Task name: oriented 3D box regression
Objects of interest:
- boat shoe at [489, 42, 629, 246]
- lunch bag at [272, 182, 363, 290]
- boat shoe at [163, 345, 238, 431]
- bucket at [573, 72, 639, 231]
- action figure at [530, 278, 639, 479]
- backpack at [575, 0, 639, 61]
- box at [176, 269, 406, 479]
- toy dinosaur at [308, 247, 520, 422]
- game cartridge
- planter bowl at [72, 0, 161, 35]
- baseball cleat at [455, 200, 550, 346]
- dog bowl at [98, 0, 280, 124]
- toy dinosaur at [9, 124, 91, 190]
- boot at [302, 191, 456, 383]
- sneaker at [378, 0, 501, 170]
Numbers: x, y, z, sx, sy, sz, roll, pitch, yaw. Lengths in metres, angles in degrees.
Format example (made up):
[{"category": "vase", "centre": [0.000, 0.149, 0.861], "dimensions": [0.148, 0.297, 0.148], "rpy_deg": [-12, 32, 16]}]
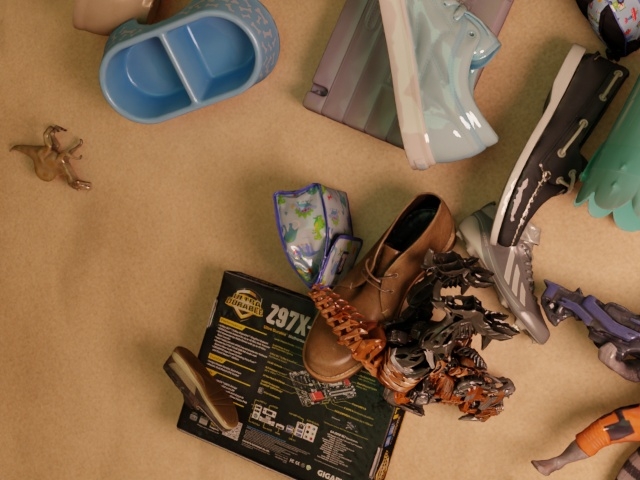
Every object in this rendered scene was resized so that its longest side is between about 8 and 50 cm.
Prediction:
[{"category": "boat shoe", "centre": [0.317, -0.118, 1.247], "dimensions": [0.091, 0.114, 0.302], "rpy_deg": [25, 86, 11]}, {"category": "lunch bag", "centre": [0.000, 0.000, 1.362], "dimensions": [0.096, 0.129, 0.151], "rpy_deg": [-11, 82, 20]}, {"category": "boat shoe", "centre": [-0.177, 0.225, 1.376], "dimensions": [0.049, 0.056, 0.152], "rpy_deg": [-47, 63, 17]}, {"category": "bucket", "centre": [0.467, -0.080, 1.129], "dimensions": [0.281, 0.281, 0.183], "rpy_deg": [22, 93, 20]}, {"category": "action figure", "centre": [0.419, 0.192, 1.208], "dimensions": [0.341, 0.178, 0.330], "rpy_deg": [37, 92, 37]}, {"category": "backpack", "centre": [0.386, -0.335, 1.219], "dimensions": [0.117, 0.173, 0.158], "rpy_deg": [-33, 76, 15]}, {"category": "box", "centre": [-0.031, 0.214, 1.388], "dimensions": [0.322, 0.079, 0.257], "rpy_deg": [18, 91, 20]}, {"category": "toy dinosaur", "centre": [0.135, 0.139, 1.215], "dimensions": [0.218, 0.322, 0.164], "rpy_deg": [-51, 46, 24]}, {"category": "game cartridge", "centre": [0.144, -0.315, 1.368], "dimensions": [0.230, 0.068, 0.355], "rpy_deg": [25, 96, 15]}, {"category": "planter bowl", "centre": [-0.314, -0.394, 1.497], "dimensions": [0.109, 0.162, 0.162], "rpy_deg": [22, 95, -6]}, {"category": "baseball cleat", "centre": [0.276, 0.039, 1.291], "dimensions": [0.109, 0.072, 0.205], "rpy_deg": [-35, 80, 8]}, {"category": "dog bowl", "centre": [-0.209, -0.275, 1.440], "dimensions": [0.297, 0.074, 0.165], "rpy_deg": [-16, 117, 18]}, {"category": "toy dinosaur", "centre": [-0.459, -0.148, 1.577], "dimensions": [0.183, 0.053, 0.092], "rpy_deg": [29, 98, 19]}, {"category": "boot", "centre": [0.073, 0.057, 1.286], "dimensions": [0.112, 0.115, 0.305], "rpy_deg": [33, 77, 21]}, {"category": "sneaker", "centre": [0.165, -0.285, 1.271], "dimensions": [0.150, 0.135, 0.365], "rpy_deg": [-9, 92, 12]}]
